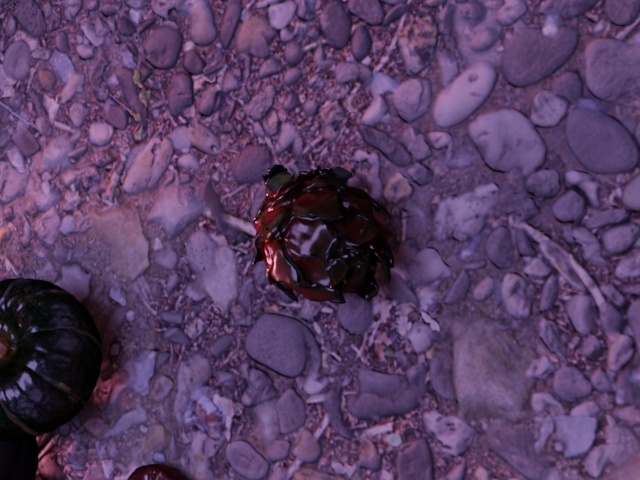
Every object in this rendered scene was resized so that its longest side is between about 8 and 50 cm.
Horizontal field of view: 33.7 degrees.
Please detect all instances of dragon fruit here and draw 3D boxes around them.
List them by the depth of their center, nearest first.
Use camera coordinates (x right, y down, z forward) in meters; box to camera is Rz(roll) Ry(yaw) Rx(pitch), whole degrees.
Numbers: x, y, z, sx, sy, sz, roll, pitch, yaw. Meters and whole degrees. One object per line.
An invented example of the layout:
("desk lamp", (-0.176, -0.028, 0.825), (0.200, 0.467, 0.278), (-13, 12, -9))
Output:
("dragon fruit", (-0.003, -0.004, 1.364), (0.182, 0.182, 0.188), (-45, 24, 20))

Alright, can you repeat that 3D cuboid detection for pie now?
("pie", (-0.242, 0.401, 1.549), (0.154, 0.036, 0.154), (-3, 84, 32))

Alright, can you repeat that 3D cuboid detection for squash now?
("squash", (-0.457, 0.179, 1.601), (0.252, 0.165, 0.252), (-6, 62, 11))

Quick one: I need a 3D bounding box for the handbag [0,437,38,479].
("handbag", (-0.591, 0.362, 1.677), (0.308, 0.093, 0.253), (-7, 48, 18))
